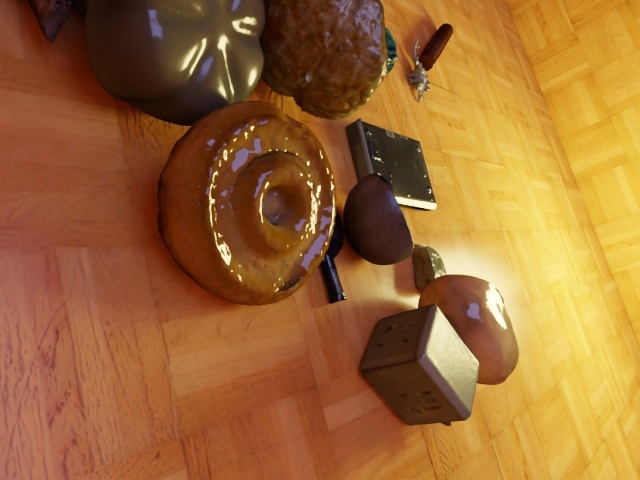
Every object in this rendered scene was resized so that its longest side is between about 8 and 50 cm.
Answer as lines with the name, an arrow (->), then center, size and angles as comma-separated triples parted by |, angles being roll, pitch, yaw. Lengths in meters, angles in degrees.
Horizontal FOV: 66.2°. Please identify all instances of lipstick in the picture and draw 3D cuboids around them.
lipstick -> 0.387, -0.650, 1.635 | 0.057, 0.057, 0.356 | 50, 42, -18

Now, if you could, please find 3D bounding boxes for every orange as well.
orange -> -0.036, -0.389, 0.884 | 0.210, 0.271, 0.368 | -20, 84, -23

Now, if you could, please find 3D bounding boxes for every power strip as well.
power strip -> 0.201, 0.251, 0.903 | 0.224, 0.140, 0.139 | 51, 40, -17

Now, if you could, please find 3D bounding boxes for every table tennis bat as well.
table tennis bat -> 0.000, 0.000, 0.899 | 0.150, 0.027, 0.236 | -1, 70, -49

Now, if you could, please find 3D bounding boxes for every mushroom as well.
mushroom -> 0.103, -0.031, 0.955 | 0.117, 0.141, 0.188 | -28, 109, -21

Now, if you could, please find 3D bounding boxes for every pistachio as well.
pistachio -> 0.318, 0.183, 1.033 | 0.299, 0.188, 0.187 | 43, 44, -36

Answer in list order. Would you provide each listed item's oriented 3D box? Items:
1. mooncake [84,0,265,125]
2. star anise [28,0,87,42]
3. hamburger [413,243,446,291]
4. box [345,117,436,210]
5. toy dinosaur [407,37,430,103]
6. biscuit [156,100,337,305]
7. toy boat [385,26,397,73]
mooncake -> -0.185, -0.293, 0.677 | 0.275, 0.135, 0.275 | -38, 134, -52
star anise -> -0.356, -0.408, 0.633 | 0.332, 0.118, 0.331 | 20, 62, -44
hamburger -> 0.257, 0.065, 1.131 | 0.084, 0.054, 0.121 | 20, 50, -39
box -> 0.177, -0.175, 1.167 | 0.270, 0.045, 0.210 | 5, 69, -47
toy dinosaur -> 0.293, -0.504, 1.464 | 0.082, 0.039, 0.208 | 10, 75, -49
biscuit -> -0.083, -0.050, 0.708 | 0.296, 0.102, 0.296 | -6, 99, -45
toy boat -> 0.121, -0.420, 1.141 | 0.299, 0.092, 0.134 | -36, 137, -48
